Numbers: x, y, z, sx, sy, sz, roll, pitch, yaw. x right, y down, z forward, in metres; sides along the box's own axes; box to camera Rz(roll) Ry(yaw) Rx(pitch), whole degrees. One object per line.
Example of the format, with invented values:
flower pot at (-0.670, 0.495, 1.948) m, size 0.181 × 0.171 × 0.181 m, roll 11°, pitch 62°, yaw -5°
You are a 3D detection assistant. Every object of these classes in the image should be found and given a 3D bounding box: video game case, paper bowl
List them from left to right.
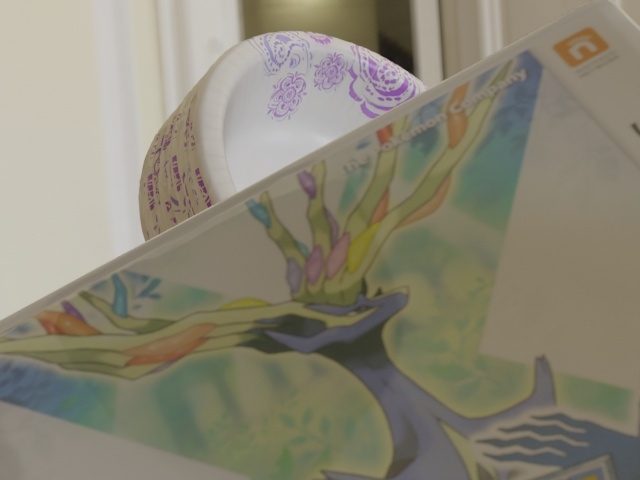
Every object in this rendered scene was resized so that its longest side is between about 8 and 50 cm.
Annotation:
paper bowl at (0.000, 0.000, 1.202) m, size 0.284 × 0.284 × 0.148 m, roll -8°, pitch -26°, yaw -42°
video game case at (0.040, 0.064, 0.611) m, size 0.329 × 0.036 × 0.300 m, roll -29°, pitch 43°, yaw -4°
